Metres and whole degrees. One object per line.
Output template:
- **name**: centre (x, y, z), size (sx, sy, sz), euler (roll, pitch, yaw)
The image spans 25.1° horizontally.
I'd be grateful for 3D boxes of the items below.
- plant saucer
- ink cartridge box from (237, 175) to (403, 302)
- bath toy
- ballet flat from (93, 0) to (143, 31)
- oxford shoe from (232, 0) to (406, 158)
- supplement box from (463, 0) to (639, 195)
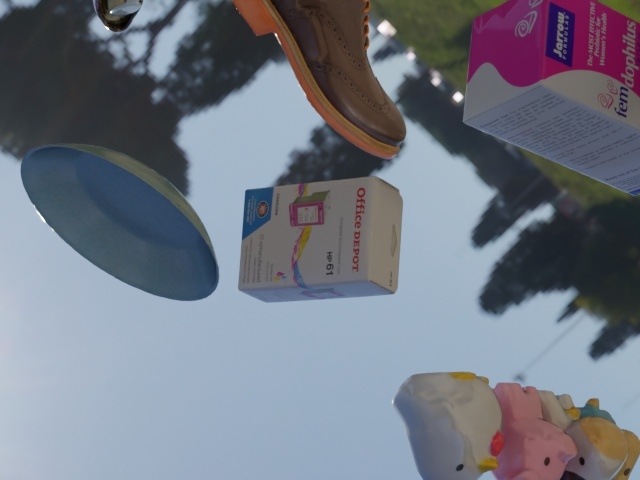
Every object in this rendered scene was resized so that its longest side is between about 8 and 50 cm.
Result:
- **plant saucer**: centre (-0.161, -0.024, 1.212), size (0.195, 0.037, 0.195), euler (23, 150, 14)
- **ink cartridge box**: centre (0.000, 0.000, 1.159), size (0.052, 0.122, 0.088), euler (29, -120, -59)
- **bath toy**: centre (0.202, 0.209, 1.449), size (0.348, 0.151, 0.129), euler (17, -108, -52)
- **ballet flat**: centre (-0.180, -0.263, 1.338), size (0.221, 0.077, 0.079), euler (118, 140, -66)
- **oxford shoe**: centre (0.017, -0.235, 1.642), size (0.364, 0.132, 0.130), euler (48, -167, -38)
- **supplement box**: centre (0.251, -0.136, 1.325), size (0.220, 0.114, 0.111), euler (18, -113, -28)
